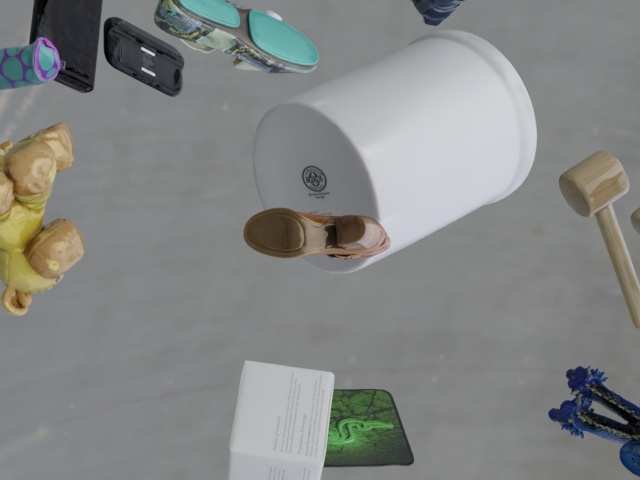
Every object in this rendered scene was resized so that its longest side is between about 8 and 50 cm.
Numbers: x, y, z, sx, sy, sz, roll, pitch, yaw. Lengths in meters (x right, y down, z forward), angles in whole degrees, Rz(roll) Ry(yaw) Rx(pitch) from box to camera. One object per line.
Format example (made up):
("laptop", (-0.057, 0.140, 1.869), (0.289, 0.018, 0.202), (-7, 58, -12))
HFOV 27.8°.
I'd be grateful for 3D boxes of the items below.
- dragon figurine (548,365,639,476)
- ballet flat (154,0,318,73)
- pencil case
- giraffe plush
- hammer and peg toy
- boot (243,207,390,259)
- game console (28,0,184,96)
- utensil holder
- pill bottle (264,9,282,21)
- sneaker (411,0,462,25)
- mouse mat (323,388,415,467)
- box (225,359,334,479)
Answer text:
("dragon figurine", (0.355, 0.206, 1.291), (0.144, 0.289, 0.085), (27, 88, -33))
("ballet flat", (-0.092, -0.215, 1.366), (0.070, 0.188, 0.070), (-38, -140, 41))
("pencil case", (-0.456, -0.261, 1.919), (0.064, 0.152, 0.070), (39, 55, -51))
("giraffe plush", (-0.340, -0.013, 1.455), (0.181, 0.210, 0.170), (-38, 109, -33))
("hammer and peg toy", (0.431, 0.030, 1.377), (0.127, 0.361, 0.266), (-38, 132, -10))
("boot", (0.000, 0.000, 1.887), (0.152, 0.197, 0.073), (24, 69, -71))
("game console", (-0.380, -0.350, 2.367), (0.361, 0.044, 0.213), (23, 64, -48))
("utensil holder", (0.122, -0.155, 2.212), (0.385, 0.327, 0.327), (-26, 138, -37))
("pill bottle", (-0.095, -0.328, 2.085), (0.083, 0.043, 0.043), (-61, 166, -6))
("sneaker", (0.241, -0.449, 2.183), (0.226, 0.086, 0.163), (-39, -178, -37))
("mouse mat", (0.013, 0.231, 1.611), (0.152, 0.190, 0.007), (-109, -157, -57))
("box", (-0.038, 0.183, 1.198), (0.101, 0.087, 0.102), (98, -1, -51))
